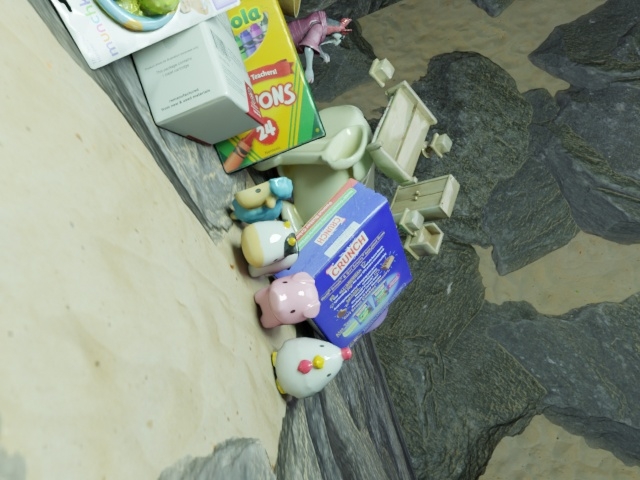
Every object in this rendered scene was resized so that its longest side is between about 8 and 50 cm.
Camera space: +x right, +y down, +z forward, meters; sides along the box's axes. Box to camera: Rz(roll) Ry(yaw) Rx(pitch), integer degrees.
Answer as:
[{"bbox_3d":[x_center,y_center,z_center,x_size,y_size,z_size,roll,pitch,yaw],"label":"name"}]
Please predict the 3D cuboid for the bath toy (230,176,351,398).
[{"bbox_3d":[-0.049,0.079,0.731,0.151,0.128,0.349,9,62,-69],"label":"bath toy"}]

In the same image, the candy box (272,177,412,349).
[{"bbox_3d":[0.058,0.072,0.986,0.122,0.268,0.317,34,-17,36],"label":"candy box"}]

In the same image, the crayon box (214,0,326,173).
[{"bbox_3d":[-0.138,-0.309,0.821,0.081,0.202,0.319,-73,142,-78],"label":"crayon box"}]

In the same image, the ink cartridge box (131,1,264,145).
[{"bbox_3d":[-0.200,-0.303,0.672,0.197,0.114,0.273,-23,94,-82],"label":"ink cartridge box"}]

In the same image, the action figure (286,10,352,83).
[{"bbox_3d":[-0.084,-0.643,1.391,0.248,0.369,0.276,-95,165,-59],"label":"action figure"}]

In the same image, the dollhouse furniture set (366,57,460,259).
[{"bbox_3d":[0.148,-0.172,1.045,0.355,0.173,0.303,40,60,-29],"label":"dollhouse furniture set"}]

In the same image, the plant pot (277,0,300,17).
[{"bbox_3d":[-0.181,-0.750,1.204,0.237,0.254,0.237,-174,-90,-89],"label":"plant pot"}]

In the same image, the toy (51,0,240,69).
[{"bbox_3d":[-0.186,-0.306,0.496,0.237,0.056,0.137,-49,128,-37],"label":"toy"}]

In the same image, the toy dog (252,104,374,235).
[{"bbox_3d":[0.035,-0.119,1.192,0.396,0.284,0.408,-69,151,-46],"label":"toy dog"}]

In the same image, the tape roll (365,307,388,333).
[{"bbox_3d":[0.099,0.188,1.315,0.189,0.188,0.080,-97,165,-58],"label":"tape roll"}]

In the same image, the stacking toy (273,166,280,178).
[{"bbox_3d":[-0.153,-0.317,1.295,0.279,0.130,0.309,16,47,-49],"label":"stacking toy"}]
